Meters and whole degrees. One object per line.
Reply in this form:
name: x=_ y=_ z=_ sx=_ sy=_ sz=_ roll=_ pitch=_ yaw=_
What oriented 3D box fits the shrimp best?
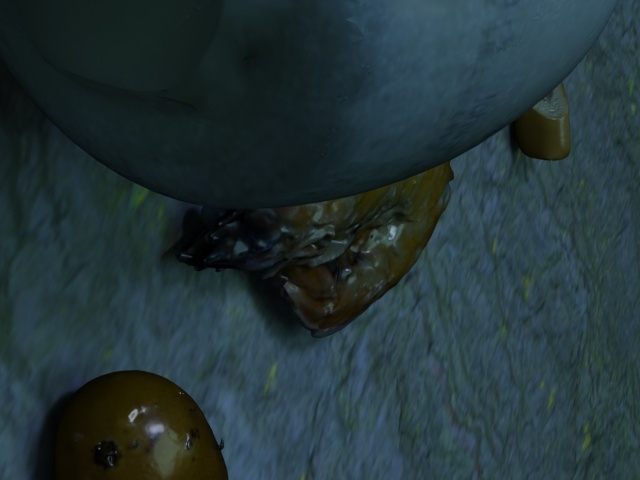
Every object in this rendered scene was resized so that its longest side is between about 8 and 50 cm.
shrimp: x=0.000 y=0.000 z=1.223 sx=0.317 sy=0.062 sz=0.164 roll=-21 pitch=124 yaw=-53

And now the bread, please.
bread: x=0.204 y=-0.125 z=1.671 sx=0.062 sy=0.049 sz=0.103 roll=-114 pitch=-165 yaw=-66

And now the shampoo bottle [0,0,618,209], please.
shampoo bottle: x=-0.008 y=-0.179 z=0.876 sx=0.317 sy=0.322 sz=0.323 roll=-43 pitch=134 yaw=-42

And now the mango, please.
mango: x=-0.096 y=0.137 z=1.032 sx=0.159 sy=0.084 sz=0.105 roll=49 pitch=57 yaw=-58
